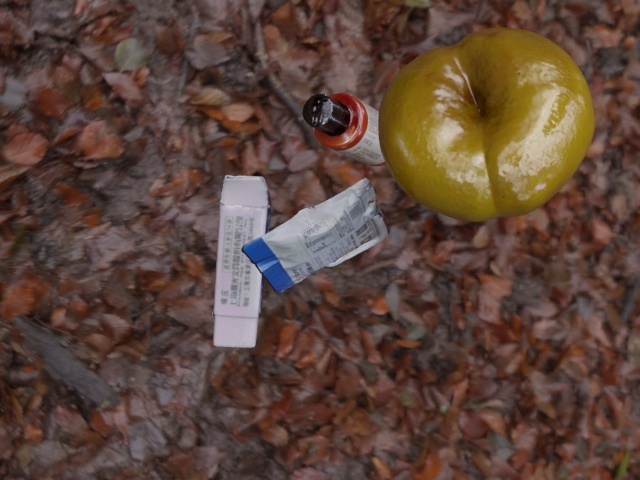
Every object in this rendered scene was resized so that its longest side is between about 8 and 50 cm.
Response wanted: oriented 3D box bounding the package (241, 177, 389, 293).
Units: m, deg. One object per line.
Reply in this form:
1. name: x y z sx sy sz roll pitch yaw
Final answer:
1. package: 0.000 0.000 1.020 0.173 0.171 0.027 -27 66 1

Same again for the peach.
1. peach: 0.188 -0.133 0.956 0.251 0.251 0.153 -51 139 -20

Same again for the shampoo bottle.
1. shampoo bottle: 0.056 -0.211 1.536 0.278 0.104 0.104 12 82 -62

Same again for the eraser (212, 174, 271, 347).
1. eraser: -0.144 0.039 1.468 0.086 0.130 0.287 3 118 -8
